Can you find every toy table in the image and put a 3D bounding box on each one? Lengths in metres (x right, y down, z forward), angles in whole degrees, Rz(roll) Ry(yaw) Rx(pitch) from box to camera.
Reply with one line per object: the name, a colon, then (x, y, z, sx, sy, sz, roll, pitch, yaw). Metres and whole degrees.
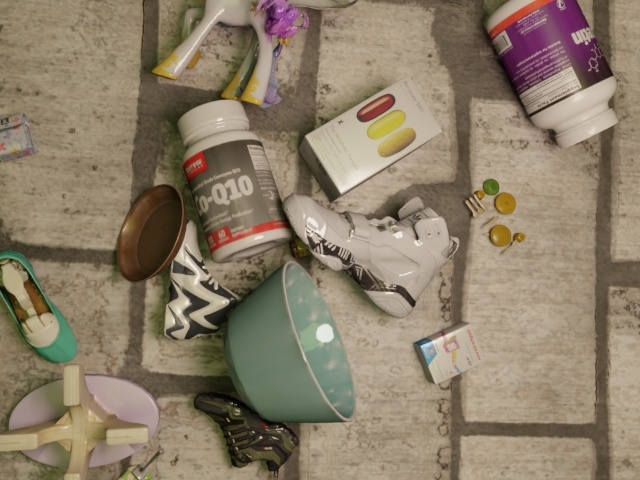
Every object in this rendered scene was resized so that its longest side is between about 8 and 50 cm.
toy table: (-0.443, 0.347, 1.136, 0.274, 0.161, 0.252, -13, 88, -10)

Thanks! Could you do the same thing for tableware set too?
tableware set: (0.387, -0.054, 1.348, 0.104, 0.024, 0.154, -38, 91, -12)

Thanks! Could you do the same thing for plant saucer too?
plant saucer: (-0.316, -0.010, 1.186, 0.036, 0.198, 0.199, 28, 81, -46)

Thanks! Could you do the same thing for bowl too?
bowl: (-0.068, 0.208, 1.151, 0.163, 0.311, 0.312, -22, 90, 11)

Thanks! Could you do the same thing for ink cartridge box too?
ink cartridge box: (0.271, 0.234, 1.296, 0.122, 0.052, 0.089, -22, 89, -10)

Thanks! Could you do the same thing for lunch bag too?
lunch bag: (-0.601, -0.204, 1.202, 0.071, 0.053, 0.083, -16, 80, -10)

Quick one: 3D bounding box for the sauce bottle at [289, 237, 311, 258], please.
sauce bottle: (0.000, 0.000, 1.278, 0.128, 0.042, 0.042, -19, 89, -7)

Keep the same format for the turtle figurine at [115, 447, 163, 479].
turtle figurine: (-0.302, 0.499, 1.091, 0.274, 0.266, 0.198, -45, 93, -8)

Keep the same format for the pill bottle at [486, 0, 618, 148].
pill bottle: (0.494, -0.365, 1.300, 0.181, 0.181, 0.323, -27, 91, -9)

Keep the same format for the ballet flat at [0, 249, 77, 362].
ballet flat: (-0.550, 0.130, 1.170, 0.083, 0.087, 0.247, -31, 91, -9)

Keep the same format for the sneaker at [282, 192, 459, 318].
sneaker: (0.106, -0.019, 1.190, 0.365, 0.137, 0.210, 40, 98, -28)

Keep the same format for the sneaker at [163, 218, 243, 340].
sneaker: (-0.222, 0.081, 1.221, 0.152, 0.094, 0.235, 7, 77, -16)

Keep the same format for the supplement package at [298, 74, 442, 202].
supplement package: (0.097, -0.203, 1.258, 0.244, 0.134, 0.139, -33, 92, -9)

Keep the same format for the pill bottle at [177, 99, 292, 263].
pill bottle: (-0.172, -0.112, 1.195, 0.161, 0.161, 0.283, -18, 83, -9)

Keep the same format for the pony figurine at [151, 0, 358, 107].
pony figurine: (-0.121, -0.449, 1.194, 0.350, 0.303, 0.364, 18, 95, 5)

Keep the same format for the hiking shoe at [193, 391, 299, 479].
hiking shoe: (-0.158, 0.382, 1.210, 0.226, 0.086, 0.114, 30, 80, -6)
